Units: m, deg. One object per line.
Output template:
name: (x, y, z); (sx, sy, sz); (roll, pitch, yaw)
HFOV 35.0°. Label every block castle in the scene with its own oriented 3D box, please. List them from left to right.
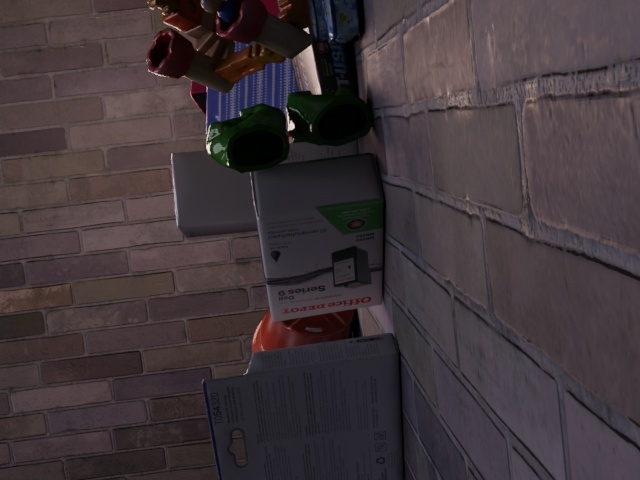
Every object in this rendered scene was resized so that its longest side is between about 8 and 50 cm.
block castle: (-0.163, -0.513, 1.787); (0.303, 0.213, 0.453); (-13, 65, 48)

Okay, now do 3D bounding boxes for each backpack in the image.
backpack: (0.023, -0.373, 1.656); (0.114, 0.084, 0.105); (-152, 52, -83)

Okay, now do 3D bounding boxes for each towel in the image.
towel: (-0.115, -0.355, 2.238); (0.040, 0.336, 0.243); (9, -102, -58)

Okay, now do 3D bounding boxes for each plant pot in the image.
plant pot: (-0.028, 0.213, 2.560); (0.265, 0.272, 0.272); (103, 161, -57)

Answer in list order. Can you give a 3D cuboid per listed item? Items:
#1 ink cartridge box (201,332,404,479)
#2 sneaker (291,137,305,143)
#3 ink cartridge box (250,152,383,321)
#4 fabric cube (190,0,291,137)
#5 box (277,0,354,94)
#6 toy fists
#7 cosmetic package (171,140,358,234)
ink cartridge box: (-0.023, 0.323, 1.761); (0.071, 0.330, 0.324); (-101, 6, -57)
sneaker: (-0.036, -0.344, 2.253); (0.102, 0.146, 0.293); (-106, 8, -78)
ink cartridge box: (0.000, 0.000, 1.753); (0.289, 0.211, 0.121); (85, 175, -50)
fabric cube: (-0.150, -0.418, 2.479); (0.259, 0.254, 0.258); (56, -149, -63)
box: (-0.005, -0.346, 1.952); (0.293, 0.073, 0.295); (-127, 24, -75)
toy fists: (-0.055, -0.189, 1.688); (0.142, 0.279, 0.096); (-152, 44, -70)
cosmetic package: (-0.106, -0.104, 2.033); (0.197, 0.366, 0.155); (106, 157, -84)
